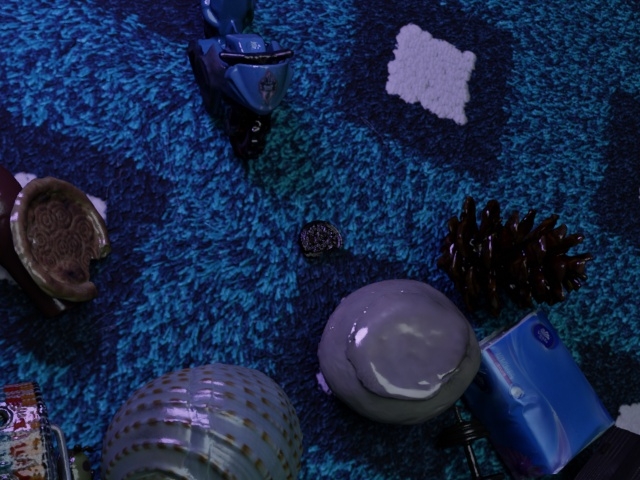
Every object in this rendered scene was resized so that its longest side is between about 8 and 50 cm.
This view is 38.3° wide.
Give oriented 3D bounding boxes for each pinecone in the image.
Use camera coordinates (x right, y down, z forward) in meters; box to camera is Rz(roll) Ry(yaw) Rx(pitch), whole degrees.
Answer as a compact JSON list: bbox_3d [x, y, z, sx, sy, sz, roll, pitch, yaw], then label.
[{"bbox_3d":[0.367,0.031,1.789,0.309,0.244,0.244,-1,64,22],"label":"pinecone"}]

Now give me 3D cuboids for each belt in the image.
[{"bbox_3d":[-0.447,0.356,1.353,0.161,0.207,0.295,-7,75,-23],"label":"belt"}]

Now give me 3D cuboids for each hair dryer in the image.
[{"bbox_3d":[-0.575,0.032,1.433,0.340,0.123,0.312,-33,94,-49],"label":"hair dryer"}]

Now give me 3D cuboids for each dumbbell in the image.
[{"bbox_3d":[0.281,0.409,1.703,0.099,0.099,0.208,-9,75,-26],"label":"dumbbell"}]

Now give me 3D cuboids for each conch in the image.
[{"bbox_3d":[-0.187,0.306,1.450,0.303,0.215,0.319,5,57,13],"label":"conch"}]

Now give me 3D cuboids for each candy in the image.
[{"bbox_3d":[0.139,0.203,1.668,0.296,0.185,0.295,5,58,-8],"label":"candy"}]

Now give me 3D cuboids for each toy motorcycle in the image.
[{"bbox_3d":[-0.146,-0.366,1.740,0.172,0.232,0.416,-4,72,-21],"label":"toy motorcycle"}]

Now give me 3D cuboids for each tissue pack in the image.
[{"bbox_3d":[0.401,0.295,1.771,0.198,0.146,0.263,-29,84,-30],"label":"tissue pack"}]

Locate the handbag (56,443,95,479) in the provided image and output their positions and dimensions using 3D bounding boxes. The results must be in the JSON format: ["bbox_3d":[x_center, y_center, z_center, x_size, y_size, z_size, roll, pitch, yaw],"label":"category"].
[{"bbox_3d":[-0.386,0.381,1.455,0.047,0.072,0.111,-12,72,17],"label":"handbag"}]

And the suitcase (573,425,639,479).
[{"bbox_3d":[0.532,0.536,1.680,0.335,0.152,0.229,-40,131,-30],"label":"suitcase"}]

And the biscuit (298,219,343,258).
[{"bbox_3d":[0.000,0.000,1.780,0.089,0.027,0.087,28,62,-12],"label":"biscuit"}]

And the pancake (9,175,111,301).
[{"bbox_3d":[-0.428,-0.004,1.527,0.212,0.029,0.235,46,32,-40],"label":"pancake"}]
